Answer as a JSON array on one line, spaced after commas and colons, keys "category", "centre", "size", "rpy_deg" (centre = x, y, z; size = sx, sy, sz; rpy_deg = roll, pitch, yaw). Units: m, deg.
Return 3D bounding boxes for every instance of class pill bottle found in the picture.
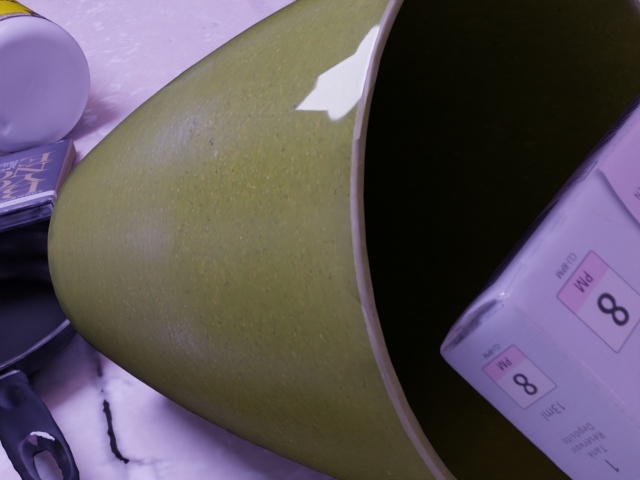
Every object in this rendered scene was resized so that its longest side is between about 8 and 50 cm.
[{"category": "pill bottle", "centre": [-0.297, -0.161, 1.069], "size": [0.117, 0.117, 0.215], "rpy_deg": [-29, 36, -23]}]

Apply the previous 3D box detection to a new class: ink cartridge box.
[{"category": "ink cartridge box", "centre": [0.185, 0.057, 0.493], "size": [0.232, 0.066, 0.189], "rpy_deg": [41, 50, 4]}]

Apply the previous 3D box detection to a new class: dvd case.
[{"category": "dvd case", "centre": [-0.269, -0.030, 0.899], "size": [0.164, 0.018, 0.221], "rpy_deg": [-15, 17, -4]}]

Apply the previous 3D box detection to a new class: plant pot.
[{"category": "plant pot", "centre": [0.000, 0.000, 0.629], "size": [0.293, 0.275, 0.275], "rpy_deg": [-5, 30, 43]}]

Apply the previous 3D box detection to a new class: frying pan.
[{"category": "frying pan", "centre": [-0.186, 0.061, 0.753], "size": [0.326, 0.053, 0.197], "rpy_deg": [16, 43, 37]}]
